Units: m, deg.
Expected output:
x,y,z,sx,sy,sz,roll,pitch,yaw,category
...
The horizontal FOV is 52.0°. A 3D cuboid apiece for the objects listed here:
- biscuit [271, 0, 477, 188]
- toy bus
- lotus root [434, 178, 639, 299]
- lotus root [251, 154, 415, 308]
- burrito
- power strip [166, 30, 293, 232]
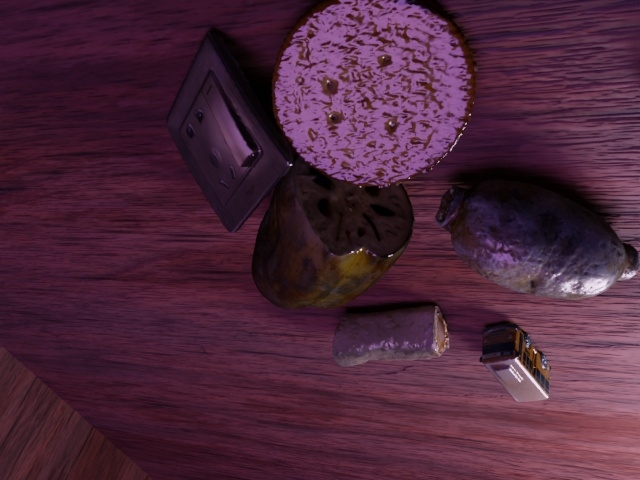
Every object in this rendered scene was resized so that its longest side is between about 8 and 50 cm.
x,y,z,sx,sy,sz,roll,pitch,yaw,category
0.076,-0.216,0.962,0.305,0.038,0.305,3,121,4,biscuit
0.426,0.271,1.433,0.091,0.103,0.182,-17,130,37,toy bus
0.365,0.005,1.080,0.349,0.175,0.175,17,143,-2,lotus root
0.000,0.000,1.178,0.250,0.250,0.346,26,144,-9,lotus root
0.145,0.225,1.502,0.299,0.105,0.143,-11,137,32,burrito
-0.146,-0.176,1.104,0.257,0.092,0.251,60,148,9,power strip
